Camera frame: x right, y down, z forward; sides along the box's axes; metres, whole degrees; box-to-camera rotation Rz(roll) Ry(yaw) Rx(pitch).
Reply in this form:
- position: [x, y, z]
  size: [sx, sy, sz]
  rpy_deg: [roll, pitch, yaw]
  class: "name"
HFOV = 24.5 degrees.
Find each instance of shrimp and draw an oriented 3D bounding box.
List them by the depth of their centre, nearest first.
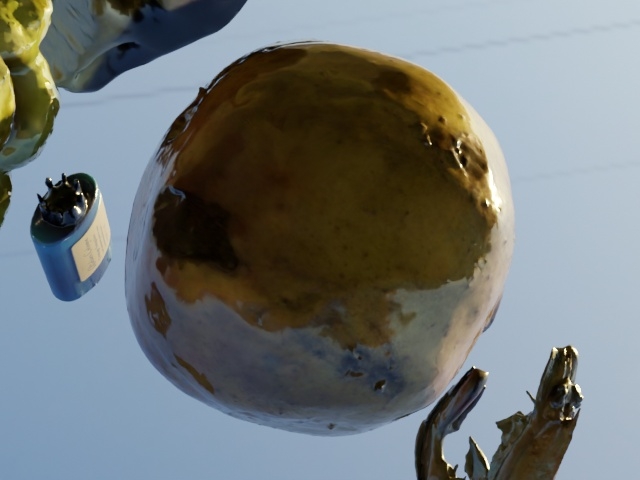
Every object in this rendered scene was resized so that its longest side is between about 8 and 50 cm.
- position: [0.175, 0.204, 1.501]
  size: [0.058, 0.253, 0.173]
  rpy_deg: [6, -162, -47]
  class: "shrimp"

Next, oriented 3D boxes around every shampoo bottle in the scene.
- position: [-0.244, -0.008, 1.443]
  size: [0.050, 0.183, 0.087]
  rpy_deg: [30, -111, 12]
  class: "shampoo bottle"

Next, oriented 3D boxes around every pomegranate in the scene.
- position: [0.000, 0.000, 1.001]
  size: [0.281, 0.281, 0.281]
  rpy_deg: [0, -146, 0]
  class: "pomegranate"

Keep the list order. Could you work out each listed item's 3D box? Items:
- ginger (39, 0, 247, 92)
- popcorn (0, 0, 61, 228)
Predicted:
- position: [-0.245, -0.285, 1.158]
  size: [0.414, 0.358, 0.211]
  rpy_deg: [10, -174, 34]
  class: "ginger"
- position: [-0.290, -0.081, 0.864]
  size: [0.277, 0.276, 0.225]
  rpy_deg: [16, -115, 22]
  class: "popcorn"
